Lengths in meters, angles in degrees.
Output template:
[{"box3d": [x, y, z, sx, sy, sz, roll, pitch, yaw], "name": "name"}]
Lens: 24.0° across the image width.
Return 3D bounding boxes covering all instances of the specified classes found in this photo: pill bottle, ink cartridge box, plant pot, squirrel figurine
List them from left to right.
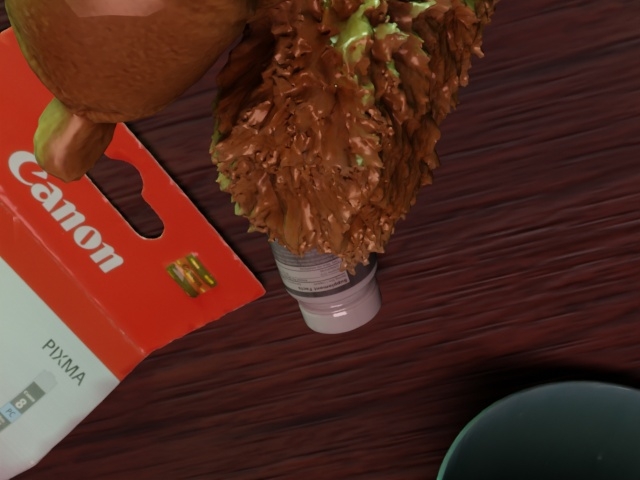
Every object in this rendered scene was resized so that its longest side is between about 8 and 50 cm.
[{"box3d": [-0.287, 0.043, 1.220, 0.385, 0.091, 0.308, -28, 117, 23], "name": "ink cartridge box"}, {"box3d": [-0.040, -0.170, 0.884, 0.281, 0.370, 0.397, -36, 113, 25], "name": "squirrel figurine"}, {"box3d": [0.000, 0.000, 1.169, 0.078, 0.078, 0.137, -11, 122, 13], "name": "pill bottle"}, {"box3d": [0.214, 0.301, 1.235, 0.293, 0.293, 0.235, 10, 138, -1], "name": "plant pot"}]
